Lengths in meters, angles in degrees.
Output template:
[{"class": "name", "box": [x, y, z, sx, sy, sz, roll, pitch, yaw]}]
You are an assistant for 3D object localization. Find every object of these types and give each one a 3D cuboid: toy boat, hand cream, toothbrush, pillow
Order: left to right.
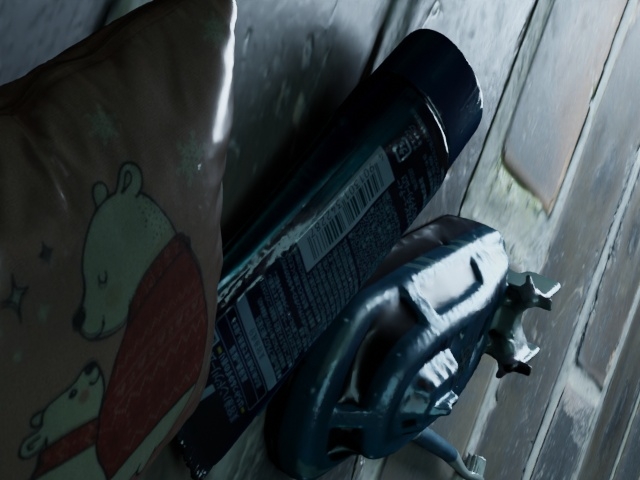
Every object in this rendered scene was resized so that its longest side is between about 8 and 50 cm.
[{"class": "pillow", "box": [-0.105, 0.038, 0.536, 0.236, 0.084, 0.223, -42, 145, -46]}, {"class": "hand cream", "box": [0.000, 0.000, 0.790, 0.270, 0.061, 0.120, -53, 149, -28]}, {"class": "toy boat", "box": [0.073, 0.076, 0.962, 0.299, 0.092, 0.134, -29, 136, -59]}, {"class": "toothbrush", "box": [0.100, 0.168, 1.174, 0.275, 0.019, 0.025, 43, 61, -65]}]
